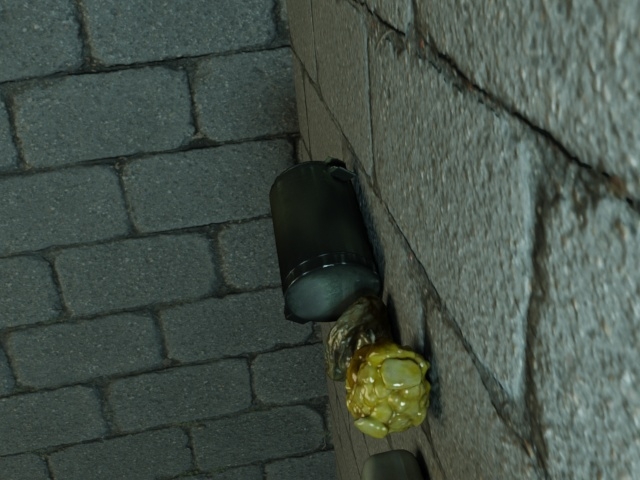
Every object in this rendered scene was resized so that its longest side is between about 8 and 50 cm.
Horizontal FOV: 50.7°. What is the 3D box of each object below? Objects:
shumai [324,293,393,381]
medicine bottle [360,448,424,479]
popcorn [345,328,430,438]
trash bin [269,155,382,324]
[{"bbox_3d":[0.094,0.222,1.324,0.153,0.162,0.209,44,126,43],"label":"shumai"},{"bbox_3d":[0.149,0.586,1.312,0.375,0.123,0.282,86,174,-47],"label":"medicine bottle"},{"bbox_3d":[0.115,0.243,1.106,0.194,0.140,0.163,118,152,-64],"label":"popcorn"},{"bbox_3d":[0.000,0.000,1.461,0.252,0.203,0.301,-43,42,32],"label":"trash bin"}]
